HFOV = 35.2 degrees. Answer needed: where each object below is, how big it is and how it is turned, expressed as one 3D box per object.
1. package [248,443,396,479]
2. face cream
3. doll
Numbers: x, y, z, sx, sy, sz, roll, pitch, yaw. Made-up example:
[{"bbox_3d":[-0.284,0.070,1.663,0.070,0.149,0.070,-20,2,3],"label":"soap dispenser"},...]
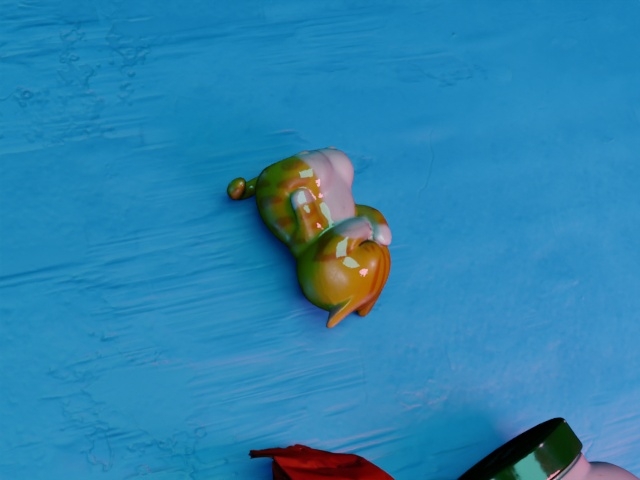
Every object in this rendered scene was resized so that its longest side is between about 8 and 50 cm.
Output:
[{"bbox_3d":[0.033,0.473,1.339,0.196,0.123,0.424,6,66,-46],"label":"package"},{"bbox_3d":[0.359,0.452,1.419,0.312,0.219,0.357,-31,82,-23],"label":"face cream"},{"bbox_3d":[0.006,-0.018,1.510,0.166,0.162,0.270,-15,68,-52],"label":"doll"}]
